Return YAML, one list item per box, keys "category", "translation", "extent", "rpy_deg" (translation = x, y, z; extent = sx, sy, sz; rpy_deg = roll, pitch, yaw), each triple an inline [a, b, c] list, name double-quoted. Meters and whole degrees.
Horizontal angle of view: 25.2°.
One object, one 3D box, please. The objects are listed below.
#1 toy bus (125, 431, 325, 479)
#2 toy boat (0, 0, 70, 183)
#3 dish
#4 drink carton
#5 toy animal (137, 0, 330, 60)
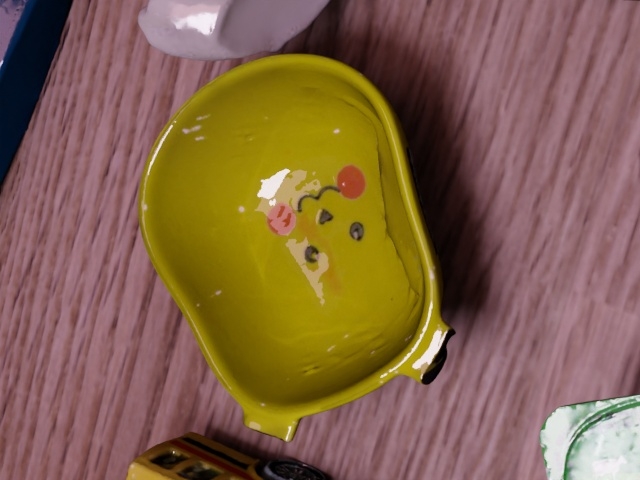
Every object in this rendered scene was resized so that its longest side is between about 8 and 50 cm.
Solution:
- category: "toy bus"
  translation: [0.008, 0.251, 1.032]
  extent: [0.336, 0.123, 0.121]
  rpy_deg: [20, 100, 28]
- category: "toy boat"
  translation: [-0.270, -0.152, 1.193]
  extent: [0.062, 0.096, 0.299]
  rpy_deg: [26, 102, 15]
- category: "dish"
  translation: [0.000, 0.000, 1.037]
  extent: [0.221, 0.108, 0.262]
  rpy_deg: [-29, 77, 27]
- category: "drink carton"
  translation: [0.237, 0.159, 0.891]
  extent: [0.146, 0.142, 0.144]
  rpy_deg: [-14, 83, 28]
- category: "toy animal"
  translation: [-0.093, -0.281, 1.045]
  extent: [0.265, 0.206, 0.271]
  rpy_deg: [34, 127, 37]
